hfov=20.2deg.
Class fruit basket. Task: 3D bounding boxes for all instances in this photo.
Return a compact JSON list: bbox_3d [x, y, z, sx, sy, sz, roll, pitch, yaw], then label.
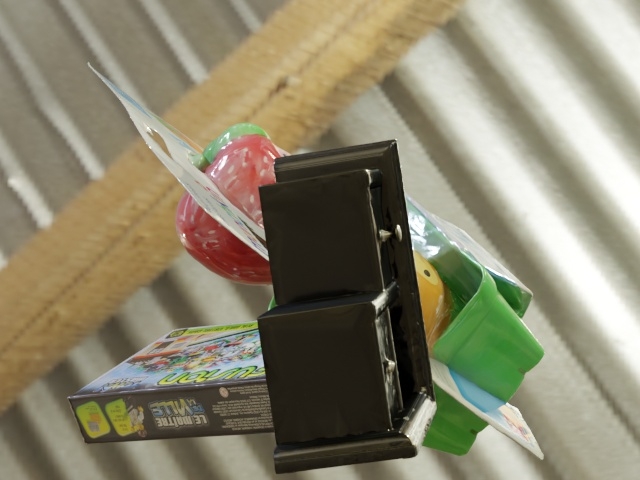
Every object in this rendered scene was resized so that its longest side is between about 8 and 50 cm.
[{"bbox_3d":[0.000,0.000,1.363,0.165,0.353,0.327,-46,-151,2],"label":"fruit basket"}]

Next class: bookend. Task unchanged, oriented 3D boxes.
[{"bbox_3d":[0.010,0.029,0.943,0.072,0.156,0.157,-9,-89,8],"label":"bookend"}]

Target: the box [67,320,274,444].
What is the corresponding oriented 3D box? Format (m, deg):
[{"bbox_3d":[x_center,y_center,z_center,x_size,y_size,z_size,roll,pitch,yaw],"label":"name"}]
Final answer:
[{"bbox_3d":[-0.051,0.087,1.155,0.207,0.114,0.036,-9,-74,39],"label":"box"}]
